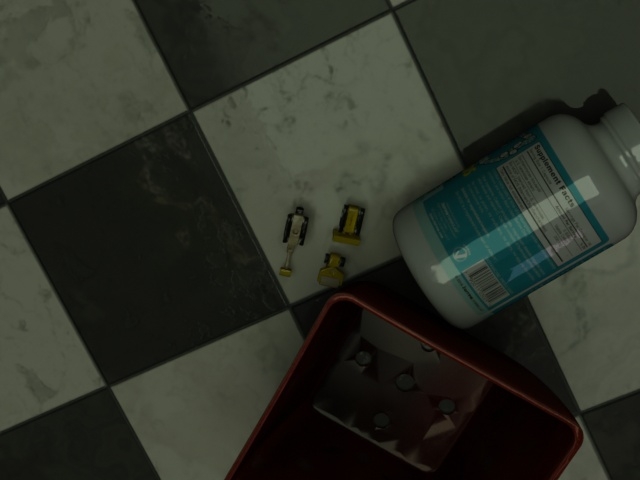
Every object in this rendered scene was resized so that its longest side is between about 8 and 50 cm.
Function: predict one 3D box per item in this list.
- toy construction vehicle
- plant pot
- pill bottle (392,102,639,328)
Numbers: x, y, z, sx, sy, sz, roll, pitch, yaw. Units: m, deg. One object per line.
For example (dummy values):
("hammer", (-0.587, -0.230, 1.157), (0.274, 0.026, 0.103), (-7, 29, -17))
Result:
("toy construction vehicle", (0.000, 0.000, 1.149), (0.085, 0.035, 0.098), (9, 108, -5))
("plant pot", (0.084, 0.192, 1.077), (0.267, 0.236, 0.267), (30, 106, 1))
("pill bottle", (0.217, -0.031, 1.049), (0.264, 0.146, 0.146), (-32, 98, 14))
